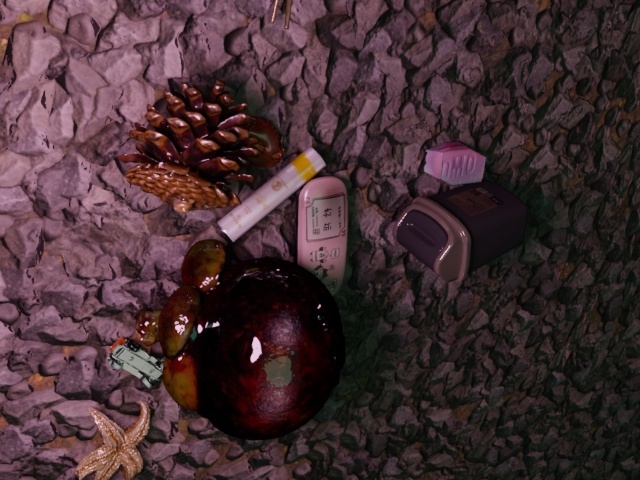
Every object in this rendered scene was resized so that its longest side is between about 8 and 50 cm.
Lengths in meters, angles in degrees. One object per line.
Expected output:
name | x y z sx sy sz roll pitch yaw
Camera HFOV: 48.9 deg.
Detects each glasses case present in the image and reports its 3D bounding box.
glasses case | 0.000 0.000 1.619 0.122 0.075 0.314 -12 120 -27

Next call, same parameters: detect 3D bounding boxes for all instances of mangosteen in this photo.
mangosteen | -0.150 0.204 1.489 0.381 0.421 0.381 -55 165 -22

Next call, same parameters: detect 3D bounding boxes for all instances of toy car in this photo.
toy car | -0.398 0.266 1.549 0.073 0.054 0.143 -46 132 1

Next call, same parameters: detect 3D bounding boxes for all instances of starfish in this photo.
starfish | -0.471 0.469 1.609 0.238 0.071 0.216 -48 133 -7

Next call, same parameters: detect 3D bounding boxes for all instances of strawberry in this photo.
strawberry | -0.133 -0.203 1.457 0.152 0.048 0.104 16 102 -38

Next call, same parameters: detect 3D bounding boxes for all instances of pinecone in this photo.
pinecone | -0.225 -0.171 1.305 0.264 0.264 0.264 -13 120 -23

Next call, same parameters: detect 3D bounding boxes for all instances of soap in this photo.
soap | 0.327 -0.188 1.719 0.149 0.056 0.100 -8 116 -26

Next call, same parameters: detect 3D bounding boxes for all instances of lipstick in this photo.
lipstick | -0.105 -0.099 1.519 0.264 0.059 0.059 -40 127 -5

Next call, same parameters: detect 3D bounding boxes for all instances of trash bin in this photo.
trash bin | 0.341 -0.026 1.719 0.290 0.209 0.182 -22 130 -25

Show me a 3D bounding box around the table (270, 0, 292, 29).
table | -0.135 -0.469 1.270 0.240 0.121 0.111 10 109 -32
